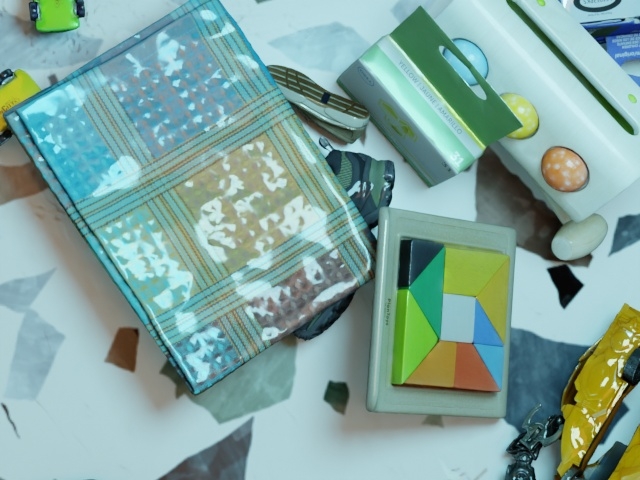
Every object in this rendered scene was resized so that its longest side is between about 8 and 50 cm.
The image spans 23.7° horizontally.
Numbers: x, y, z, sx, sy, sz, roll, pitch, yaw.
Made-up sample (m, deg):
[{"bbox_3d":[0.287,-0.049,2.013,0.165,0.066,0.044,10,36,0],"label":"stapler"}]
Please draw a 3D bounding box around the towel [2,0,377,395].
[{"bbox_3d":[-0.129,-0.056,1.641,0.271,0.040,0.370,-33,87,-11],"label":"towel"}]

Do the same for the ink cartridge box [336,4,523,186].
[{"bbox_3d":[0.114,-0.151,1.663,0.056,0.235,0.171,-42,94,-11],"label":"ink cartridge box"}]

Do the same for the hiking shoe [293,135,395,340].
[{"bbox_3d":[0.000,0.000,1.720,0.114,0.086,0.227,22,79,8],"label":"hiking shoe"}]

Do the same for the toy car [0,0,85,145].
[{"bbox_3d":[-0.287,-0.213,1.687,0.239,0.053,0.225,-5,86,-11],"label":"toy car"}]

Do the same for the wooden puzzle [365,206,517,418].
[{"bbox_3d":[0.144,0.084,1.686,0.239,0.044,0.221,9,83,-44],"label":"wooden puzzle"}]

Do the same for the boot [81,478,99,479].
[{"bbox_3d":[-0.243,0.358,1.644,0.152,0.073,0.197,3,88,-14],"label":"boot"}]

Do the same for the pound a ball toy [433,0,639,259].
[{"bbox_3d":[0.232,-0.123,1.692,0.319,0.208,0.136,48,51,0],"label":"pound a ball toy"}]

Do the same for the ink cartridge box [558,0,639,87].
[{"bbox_3d":[0.360,-0.375,1.768,0.270,0.151,0.395,-8,86,-10],"label":"ink cartridge box"}]

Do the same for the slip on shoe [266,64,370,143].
[{"bbox_3d":[-0.010,-0.155,1.740,0.135,0.051,0.041,24,126,1],"label":"slip on shoe"}]

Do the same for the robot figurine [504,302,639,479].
[{"bbox_3d":[0.339,0.230,1.728,0.211,0.085,0.291,28,82,28],"label":"robot figurine"}]
